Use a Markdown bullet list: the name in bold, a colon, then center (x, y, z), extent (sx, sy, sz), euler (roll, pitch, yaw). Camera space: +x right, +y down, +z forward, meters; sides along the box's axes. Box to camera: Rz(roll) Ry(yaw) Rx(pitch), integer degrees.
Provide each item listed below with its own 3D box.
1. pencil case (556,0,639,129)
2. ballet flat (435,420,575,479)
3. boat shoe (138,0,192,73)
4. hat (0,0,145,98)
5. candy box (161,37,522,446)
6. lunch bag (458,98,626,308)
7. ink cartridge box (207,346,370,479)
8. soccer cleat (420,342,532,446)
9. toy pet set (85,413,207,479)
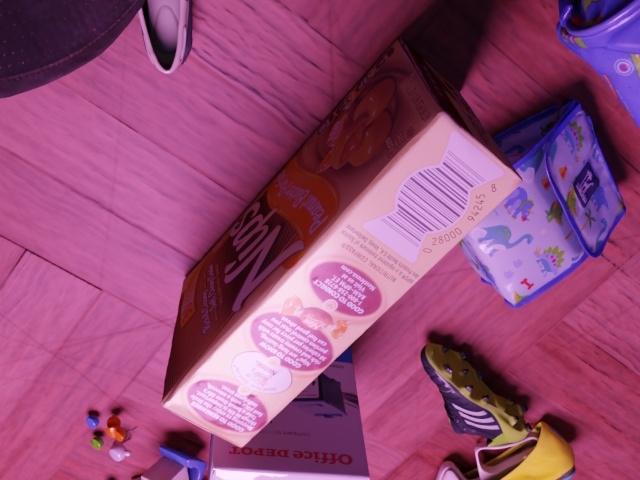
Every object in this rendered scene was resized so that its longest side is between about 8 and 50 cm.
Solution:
- **pencil case**: center (0.316, -0.119, 0.581), extent (0.133, 0.119, 0.306), euler (-30, 121, 36)
- **ballet flat**: center (0.190, 0.288, 0.845), extent (0.231, 0.077, 0.077), euler (-32, 97, 10)
- **boat shoe**: center (-0.124, -0.199, 0.542), extent (0.049, 0.043, 0.137), euler (-1, 119, -2)
- **hat**: center (-0.229, -0.263, 0.426), extent (0.331, 0.134, 0.331), euler (-22, 130, -28)
- **candy box**: center (0.000, 0.000, 0.586), extent (0.087, 0.183, 0.316), euler (36, 111, -22)
- **lunch bag**: center (0.195, -0.035, 0.640), extent (0.151, 0.096, 0.129), euler (-35, 115, -1)
- **ink cartridge box**: center (-0.035, 0.177, 0.683), extent (0.139, 0.191, 0.082), euler (6, 120, -9)
- **soccer cleat**: center (0.160, 0.178, 0.780), extent (0.072, 0.060, 0.179), euler (-35, 118, 29)
- **toy pet set**: center (-0.194, 0.247, 0.802), extent (0.114, 0.065, 0.122), euler (14, 122, 28)
